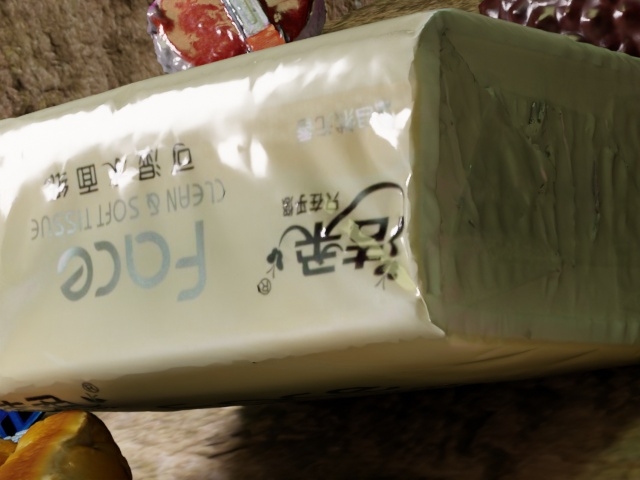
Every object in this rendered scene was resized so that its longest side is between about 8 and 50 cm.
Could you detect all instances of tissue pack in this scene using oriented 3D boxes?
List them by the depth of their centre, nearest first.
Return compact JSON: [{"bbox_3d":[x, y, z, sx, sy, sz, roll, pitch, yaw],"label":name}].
[{"bbox_3d":[0.000,0.000,1.004,0.405,0.205,0.332,-11,-11,38],"label":"tissue pack"}]

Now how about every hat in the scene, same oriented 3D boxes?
[{"bbox_3d":[-0.035,-0.122,1.138,0.140,0.227,0.129,37,78,26],"label":"hat"}]

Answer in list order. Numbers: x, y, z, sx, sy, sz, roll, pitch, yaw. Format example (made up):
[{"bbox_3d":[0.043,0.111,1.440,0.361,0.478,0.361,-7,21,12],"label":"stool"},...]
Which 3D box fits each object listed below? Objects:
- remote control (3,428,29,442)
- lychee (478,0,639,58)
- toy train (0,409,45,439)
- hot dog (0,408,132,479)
[{"bbox_3d":[-0.217,0.169,1.154,0.074,0.032,0.122,-22,14,-15],"label":"remote control"},{"bbox_3d":[0.272,-0.151,1.227,0.330,0.306,0.306,19,33,31],"label":"lychee"},{"bbox_3d":[-0.307,0.135,1.240,0.083,0.131,0.204,-4,30,31],"label":"toy train"},{"bbox_3d":[-0.184,0.194,0.831,0.158,0.117,0.349,-15,11,3],"label":"hot dog"}]
